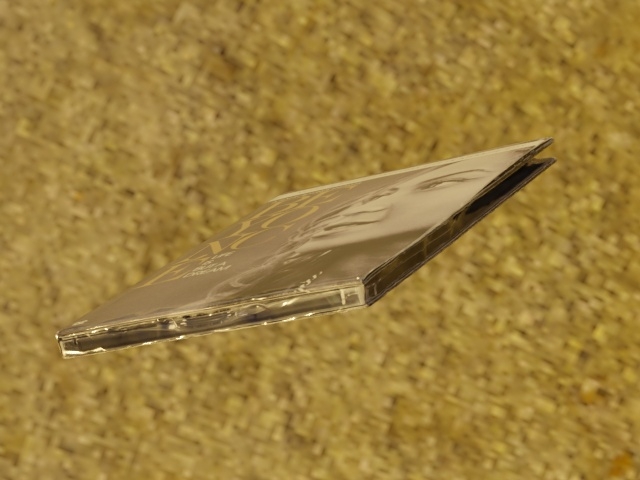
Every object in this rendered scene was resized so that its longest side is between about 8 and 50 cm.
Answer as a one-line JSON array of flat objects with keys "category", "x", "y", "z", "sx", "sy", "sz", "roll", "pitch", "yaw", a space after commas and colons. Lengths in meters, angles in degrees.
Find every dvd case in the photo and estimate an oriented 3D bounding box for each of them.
[{"category": "dvd case", "x": 0.000, "y": 0.000, "z": 0.940, "sx": 0.165, "sy": 0.221, "sz": 0.018, "roll": -11, "pitch": 102, "yaw": 31}]
